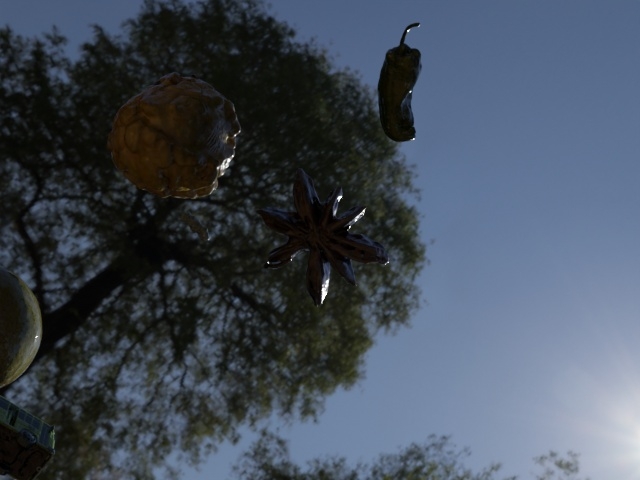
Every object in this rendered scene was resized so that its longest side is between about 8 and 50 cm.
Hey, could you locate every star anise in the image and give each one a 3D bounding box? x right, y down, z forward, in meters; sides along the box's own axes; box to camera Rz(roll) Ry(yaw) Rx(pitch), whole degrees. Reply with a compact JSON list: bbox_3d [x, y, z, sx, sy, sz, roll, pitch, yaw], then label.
[{"bbox_3d":[0.000,0.000,1.307,0.236,0.093,0.229,9,-80,7],"label":"star anise"}]

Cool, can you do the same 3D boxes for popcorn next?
[{"bbox_3d":[-0.262,-0.189,1.445,0.190,0.250,0.250,3,-60,52],"label":"popcorn"}]

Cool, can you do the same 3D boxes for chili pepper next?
[{"bbox_3d":[0.134,-0.266,1.274,0.073,0.072,0.204,17,-57,26],"label":"chili pepper"}]

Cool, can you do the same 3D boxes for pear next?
[{"bbox_3d":[-0.413,0.098,0.903,0.167,0.137,0.167,7,-51,9],"label":"pear"}]

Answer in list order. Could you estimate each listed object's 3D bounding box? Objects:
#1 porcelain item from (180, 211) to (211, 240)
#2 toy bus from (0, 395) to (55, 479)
[{"bbox_3d":[-0.269,-0.028,1.684,0.083,0.028,0.036,41,-24,19],"label":"porcelain item"},{"bbox_3d":[-0.540,0.325,1.313,0.175,0.088,0.101,39,6,-22],"label":"toy bus"}]
